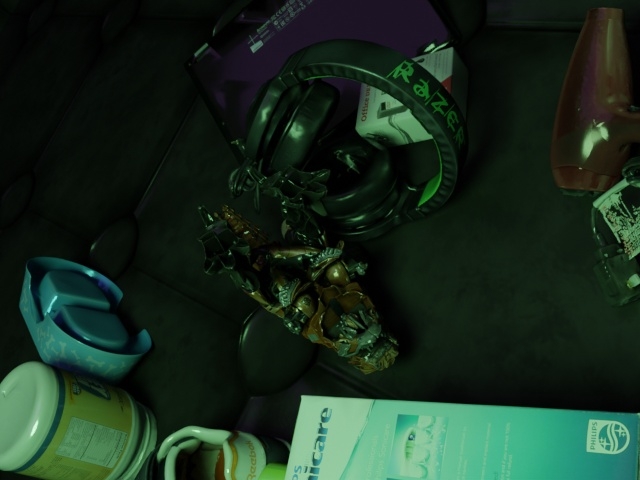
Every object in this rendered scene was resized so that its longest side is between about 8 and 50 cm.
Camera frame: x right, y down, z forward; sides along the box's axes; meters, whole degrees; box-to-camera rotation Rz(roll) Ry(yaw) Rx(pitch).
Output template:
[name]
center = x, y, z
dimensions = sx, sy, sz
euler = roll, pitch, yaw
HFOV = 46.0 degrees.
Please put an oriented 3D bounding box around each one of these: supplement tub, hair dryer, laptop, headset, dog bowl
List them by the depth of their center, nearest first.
[hair dryer]
center = 0.314, -0.103, 0.717
dimensions = 0.223, 0.080, 0.294
euler = -48, 49, 45
[headset]
center = 0.011, -0.126, 0.950
dimensions = 0.394, 0.243, 0.185
euler = -17, 37, 47
[supplement tub]
center = -0.342, 0.261, 1.044
dimensions = 0.144, 0.199, 0.144
euler = -21, 53, 32
[dog bowl]
center = -0.384, 0.128, 1.202
dimensions = 0.297, 0.166, 0.074
euler = 42, 108, 47
[laptop]
center = -0.003, -0.339, 1.234
dimensions = 0.382, 0.236, 0.408
euler = -36, 75, 22

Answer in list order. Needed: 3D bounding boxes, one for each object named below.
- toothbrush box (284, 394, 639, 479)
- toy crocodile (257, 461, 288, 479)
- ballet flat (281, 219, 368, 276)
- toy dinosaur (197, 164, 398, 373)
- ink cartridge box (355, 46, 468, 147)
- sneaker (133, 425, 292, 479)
[toothbrush box]
center = 0.145, 0.219, 0.615
dimensions = 0.295, 0.216, 0.126
euler = -9, 60, 40
[toy crocodile]
center = -0.067, 0.401, 0.778
dimensions = 0.115, 0.105, 0.341
euler = 12, 75, 46
[ballet flat]
center = 0.000, 0.000, 1.001
dimensions = 0.173, 0.049, 0.057
euler = 29, 86, 48
[toy dinosaur]
center = -0.043, 0.039, 0.893
dimensions = 0.322, 0.218, 0.164
euler = 12, 57, 35
[ink cartridge box]
center = 0.119, -0.184, 0.988
dimensions = 0.135, 0.056, 0.099
euler = -9, 60, 31
[sneaker]
center = -0.175, 0.303, 0.924
dimensions = 0.321, 0.127, 0.126
euler = -29, 50, 28
